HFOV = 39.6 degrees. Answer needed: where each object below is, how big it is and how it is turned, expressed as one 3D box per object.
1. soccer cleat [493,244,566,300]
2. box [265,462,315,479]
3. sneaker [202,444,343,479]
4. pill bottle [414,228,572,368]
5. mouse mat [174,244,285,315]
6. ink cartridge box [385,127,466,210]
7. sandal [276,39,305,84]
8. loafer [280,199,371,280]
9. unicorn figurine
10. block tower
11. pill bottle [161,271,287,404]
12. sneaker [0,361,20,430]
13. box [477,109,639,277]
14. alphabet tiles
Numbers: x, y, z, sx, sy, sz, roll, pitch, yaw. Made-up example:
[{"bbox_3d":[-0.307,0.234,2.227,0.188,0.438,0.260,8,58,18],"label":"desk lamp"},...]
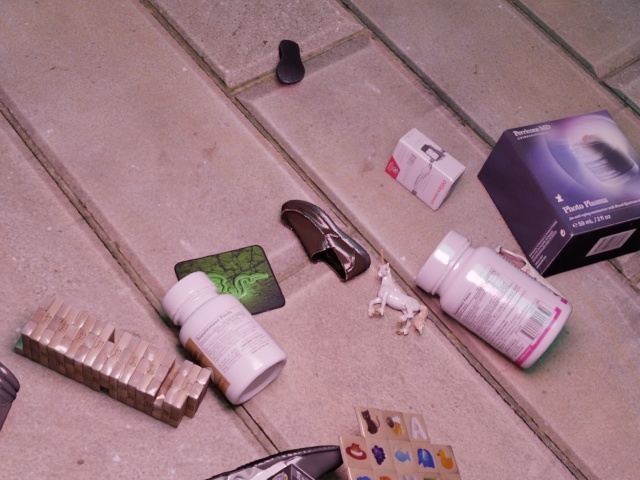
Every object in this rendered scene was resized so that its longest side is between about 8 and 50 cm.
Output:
[{"bbox_3d":[0.434,0.084,1.867,0.196,0.076,0.068,34,55,8],"label":"soccer cleat"},{"bbox_3d":[0.023,0.500,1.361,0.270,0.060,0.216,43,23,-24],"label":"box"},{"bbox_3d":[-0.096,0.438,1.478,0.331,0.122,0.146,-15,80,-25],"label":"sneaker"},{"bbox_3d":[0.340,0.111,1.772,0.283,0.160,0.160,36,55,10],"label":"pill bottle"},{"bbox_3d":[-0.177,0.087,1.745,0.190,0.007,0.152,-14,62,-22],"label":"mouse mat"},{"bbox_3d":[0.230,-0.156,1.953,0.150,0.109,0.063,40,53,13],"label":"ink cartridge box"},{"bbox_3d":[-0.073,-0.411,2.094,0.067,0.040,0.179,13,40,-13],"label":"sandal"},{"bbox_3d":[0.000,0.000,1.804,0.220,0.080,0.078,37,55,10],"label":"loafer"},{"bbox_3d":[0.146,0.116,1.787,0.162,0.060,0.111,40,54,-7],"label":"unicorn figurine"},{"bbox_3d":[-0.364,0.212,1.557,0.336,0.097,0.091,23,53,3],"label":"block tower"},{"bbox_3d":[-0.179,0.171,1.609,0.131,0.131,0.229,-33,71,-31],"label":"pill bottle"},{"bbox_3d":[-0.637,0.222,1.476,0.296,0.104,0.147,30,52,-1],"label":"sneaker"},{"bbox_3d":[0.559,-0.110,1.970,0.296,0.182,0.294,-14,60,-23],"label":"box"},{"bbox_3d":[0.159,0.448,1.509,0.285,0.011,0.342,15,49,-40],"label":"alphabet tiles"}]
